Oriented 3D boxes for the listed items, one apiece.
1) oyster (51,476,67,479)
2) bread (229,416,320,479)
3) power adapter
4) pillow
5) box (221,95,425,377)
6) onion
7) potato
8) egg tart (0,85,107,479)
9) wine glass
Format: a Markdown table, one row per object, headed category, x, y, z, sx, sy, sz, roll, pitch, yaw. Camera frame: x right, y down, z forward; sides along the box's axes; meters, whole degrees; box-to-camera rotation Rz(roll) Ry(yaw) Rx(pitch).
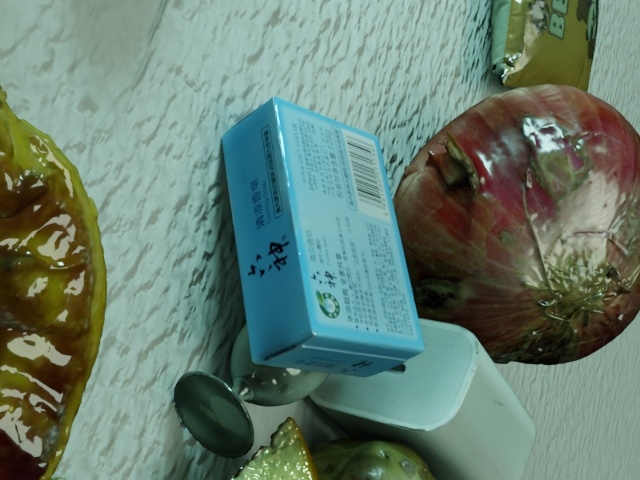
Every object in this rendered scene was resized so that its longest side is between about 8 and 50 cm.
| category | x | y | z | sx | sy | sz | roll | pitch | yaw |
| --- | --- | --- | --- | --- | --- | --- | --- | --- | --- |
| oyster | -0.196 | 0.189 | 0.669 | 0.083 | 0.080 | 0.038 | 89 | -10 | -70 |
| bread | -0.054 | 0.281 | 0.761 | 0.260 | 0.134 | 0.129 | -47 | 157 | -34 |
| power adapter | 0.127 | 0.196 | 1.018 | 0.255 | 0.187 | 0.124 | 50 | 59 | -43 |
| pillow | 0.332 | -0.348 | 1.346 | 0.312 | 0.119 | 0.310 | 8 | 89 | -56 |
| box | 0.000 | 0.000 | 0.836 | 0.142 | 0.083 | 0.232 | 15 | 57 | -44 |
| onion | 0.236 | -0.012 | 1.069 | 0.353 | 0.353 | 0.354 | -3 | 94 | -55 |
| potato | 0.047 | 0.279 | 0.940 | 0.200 | 0.154 | 0.137 | 56 | 51 | -47 |
| egg tart | -0.272 | 0.046 | 0.478 | 0.351 | 0.153 | 0.340 | 37 | 62 | -49 |
| wine glass | -0.039 | 0.110 | 0.864 | 0.202 | 0.092 | 0.093 | -39 | 123 | -46 |
